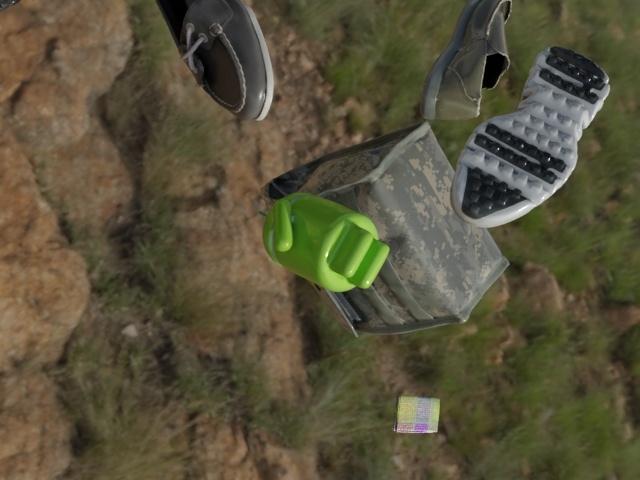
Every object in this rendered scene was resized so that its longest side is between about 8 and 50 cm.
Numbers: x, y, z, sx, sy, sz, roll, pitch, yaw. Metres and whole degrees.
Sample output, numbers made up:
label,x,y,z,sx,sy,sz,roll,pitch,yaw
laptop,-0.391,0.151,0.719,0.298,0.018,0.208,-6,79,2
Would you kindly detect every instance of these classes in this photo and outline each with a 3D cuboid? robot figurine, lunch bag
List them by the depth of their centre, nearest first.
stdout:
label,x,y,z,sx,sy,sz,roll,pitch,yaw
robot figurine,0.000,0.000,0.833,0.101,0.115,0.067,32,84,-48
lunch bag,0.059,0.000,1.374,0.169,0.287,0.235,-44,110,-39

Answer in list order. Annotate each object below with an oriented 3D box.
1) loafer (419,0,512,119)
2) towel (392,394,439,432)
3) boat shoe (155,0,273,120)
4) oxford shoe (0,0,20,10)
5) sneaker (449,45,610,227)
label,x,y,z,sx,sy,sz,roll,pitch,yaw
loafer,0.214,-0.243,1.384,0.094,0.087,0.251,89,25,-54
towel,0.154,0.279,1.650,0.083,0.009,0.060,7,88,-27
boat shoe,-0.149,-0.263,1.157,0.095,0.112,0.335,-7,57,-27
oxford shoe,-0.358,-0.305,1.117,0.083,0.227,0.096,-33,121,-10
sneaker,0.225,-0.095,1.132,0.110,0.118,0.292,35,51,10
